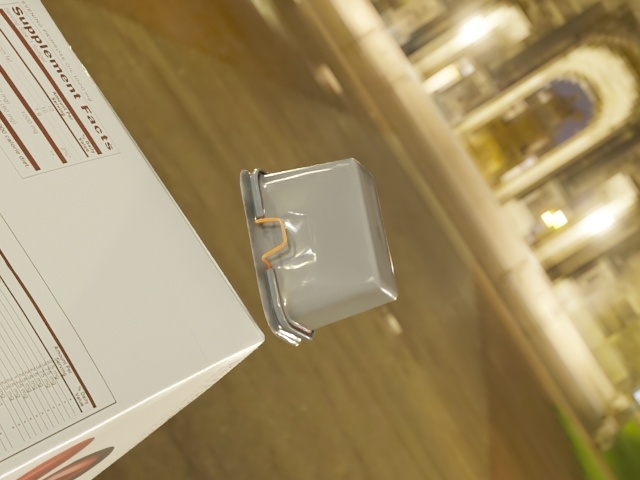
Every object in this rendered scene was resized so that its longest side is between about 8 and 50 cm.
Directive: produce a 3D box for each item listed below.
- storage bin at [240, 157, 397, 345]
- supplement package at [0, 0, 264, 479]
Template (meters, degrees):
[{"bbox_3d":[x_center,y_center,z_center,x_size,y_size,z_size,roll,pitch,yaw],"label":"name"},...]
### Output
[{"bbox_3d":[0.000,0.000,1.252,0.098,0.091,0.135,37,39,-66],"label":"storage bin"},{"bbox_3d":[-0.168,0.045,0.511,0.149,0.194,0.203,55,31,6],"label":"supplement package"}]
